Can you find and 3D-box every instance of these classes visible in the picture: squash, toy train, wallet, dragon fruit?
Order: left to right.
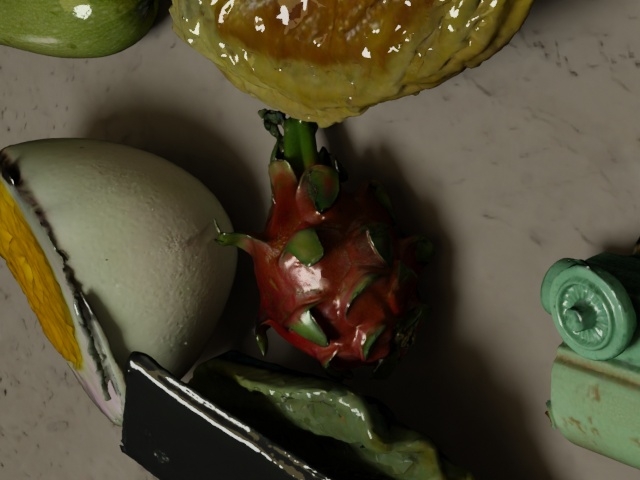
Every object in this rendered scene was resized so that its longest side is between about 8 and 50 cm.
[{"bbox_3d":[-0.220,-0.220,1.149,0.186,0.123,0.123,15,111,33],"label":"squash"},{"bbox_3d":[-0.038,0.195,0.980,0.285,0.030,0.146,31,140,14],"label":"wallet"},{"bbox_3d":[-0.003,0.002,0.998,0.135,0.137,0.236,-30,86,42],"label":"dragon fruit"},{"bbox_3d":[0.258,0.094,0.801,0.285,0.116,0.177,15,119,49],"label":"toy train"}]

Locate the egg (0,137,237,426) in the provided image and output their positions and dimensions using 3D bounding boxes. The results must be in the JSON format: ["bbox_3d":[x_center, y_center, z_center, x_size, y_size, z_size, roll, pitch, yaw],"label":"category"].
[{"bbox_3d":[-0.178,0.018,1.146,0.286,0.174,0.264,-1,113,66],"label":"egg"}]

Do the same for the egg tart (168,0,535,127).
[{"bbox_3d":[0.045,-0.251,0.876,0.339,0.153,0.352,11,108,40],"label":"egg tart"}]

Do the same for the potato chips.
[{"bbox_3d":[-0.002,0.243,1.068,0.429,0.070,0.358,-7,117,47],"label":"potato chips"}]
